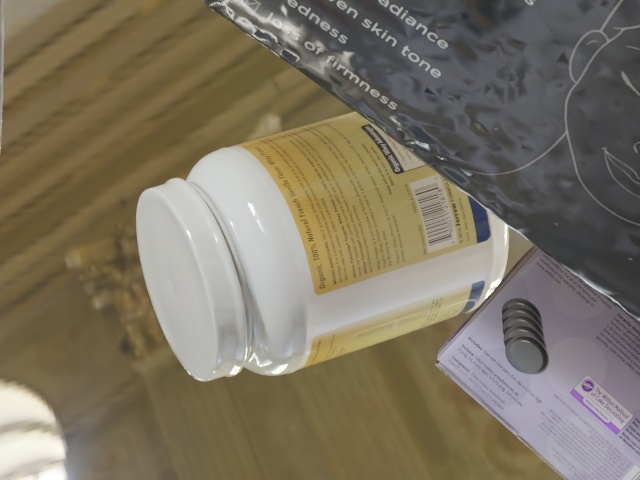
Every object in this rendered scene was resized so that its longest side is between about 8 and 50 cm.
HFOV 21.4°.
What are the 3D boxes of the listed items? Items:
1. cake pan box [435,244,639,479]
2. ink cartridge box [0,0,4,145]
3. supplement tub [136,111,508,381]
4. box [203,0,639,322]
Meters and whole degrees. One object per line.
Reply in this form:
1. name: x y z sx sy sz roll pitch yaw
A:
1. cake pan box: 0.276 0.099 1.457 0.267 0.070 0.246 40 -84 3
2. ink cartridge box: -0.389 -0.122 0.864 0.285 0.395 0.166 -6 -81 -46
3. supplement tub: 0.000 0.000 1.660 0.316 0.228 0.228 -17 -45 -22
4. box: 0.242 -0.228 1.107 0.480 0.297 0.472 36 -29 -3
